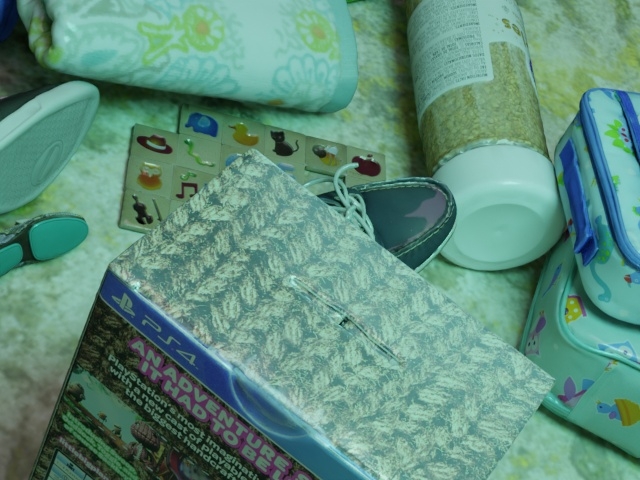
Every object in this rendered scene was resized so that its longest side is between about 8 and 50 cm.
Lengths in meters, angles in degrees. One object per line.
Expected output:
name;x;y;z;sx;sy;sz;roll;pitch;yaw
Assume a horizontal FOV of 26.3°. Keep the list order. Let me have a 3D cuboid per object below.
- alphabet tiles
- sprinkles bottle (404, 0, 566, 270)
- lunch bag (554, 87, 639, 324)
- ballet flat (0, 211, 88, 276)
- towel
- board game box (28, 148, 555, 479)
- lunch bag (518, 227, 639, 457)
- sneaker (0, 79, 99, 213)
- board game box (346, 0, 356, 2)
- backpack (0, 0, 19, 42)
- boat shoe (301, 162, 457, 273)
alphabet tiles;-0.053;-0.030;1.189;0.237;0.009;0.198;13;48;-14
sprinkles bottle;0.146;-0.143;1.297;0.121;0.121;0.355;10;48;-17
lunch bag;0.289;-0.026;1.140;0.176;0.090;0.219;10;46;-14
ballet flat;-0.235;0.000;1.060;0.114;0.041;0.041;-26;66;-40
towel;-0.143;-0.291;1.241;0.320;0.090;0.374;2;61;-38
board game box;-0.036;0.134;0.861;0.232;0.291;0.141;38;47;9
lunch bag;0.321;0.092;1.188;0.279;0.108;0.224;26;43;-3
sneaker;-0.301;-0.079;1.051;0.147;0.104;0.296;33;41;14
board game box;0.123;-0.523;1.445;0.356;0.356;0.356;-17;61;-35
backpack;-0.306;-0.226;1.177;0.120;0.098;0.101;46;45;17
boat shoe;0.000;0.000;1.095;0.254;0.079;0.095;-17;64;-15
